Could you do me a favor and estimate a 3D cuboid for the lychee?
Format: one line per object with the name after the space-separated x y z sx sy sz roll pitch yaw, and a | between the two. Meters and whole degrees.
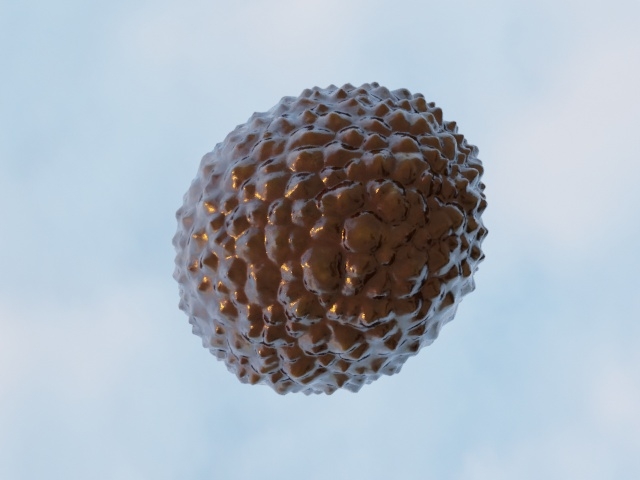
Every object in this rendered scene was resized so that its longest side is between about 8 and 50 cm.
0.000 0.000 1.123 0.200 0.238 0.200 11 -109 -35 | lychee
